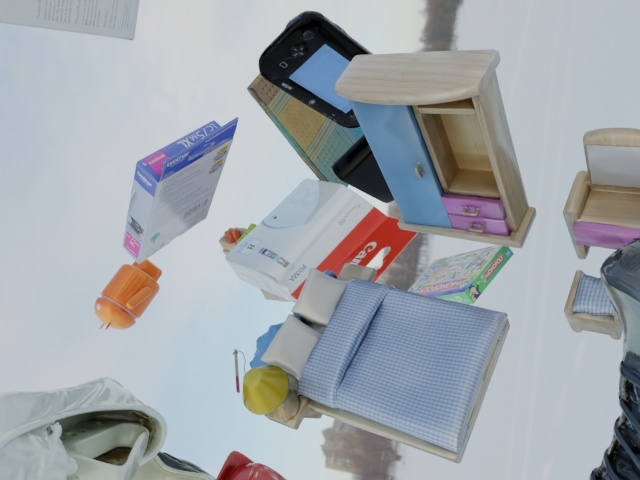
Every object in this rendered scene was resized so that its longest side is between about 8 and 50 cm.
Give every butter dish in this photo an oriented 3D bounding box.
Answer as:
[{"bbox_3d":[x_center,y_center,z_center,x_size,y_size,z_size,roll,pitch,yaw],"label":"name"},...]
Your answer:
[{"bbox_3d":[-0.090,0.427,0.953,0.118,0.160,0.160,-37,15,35],"label":"butter dish"}]

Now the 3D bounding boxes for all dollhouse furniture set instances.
[{"bbox_3d":[0.090,0.026,0.477,0.303,0.286,0.198,-59,-41,-25],"label":"dollhouse furniture set"}]

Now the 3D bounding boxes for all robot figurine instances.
[{"bbox_3d":[-0.531,0.152,1.645,0.219,0.158,0.128,-58,-24,-22],"label":"robot figurine"}]

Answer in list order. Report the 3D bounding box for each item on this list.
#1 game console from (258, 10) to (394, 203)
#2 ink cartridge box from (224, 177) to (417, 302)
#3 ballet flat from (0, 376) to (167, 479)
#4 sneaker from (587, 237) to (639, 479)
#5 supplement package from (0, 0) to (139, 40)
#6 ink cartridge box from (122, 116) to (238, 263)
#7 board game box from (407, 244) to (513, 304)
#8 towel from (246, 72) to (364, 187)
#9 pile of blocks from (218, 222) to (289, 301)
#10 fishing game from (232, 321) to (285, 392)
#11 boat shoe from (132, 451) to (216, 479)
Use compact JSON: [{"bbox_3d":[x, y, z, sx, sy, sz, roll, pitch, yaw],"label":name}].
[{"bbox_3d":[0.060,-0.177,0.814,0.361,0.213,0.044,21,-146,-45],"label":"game console"},{"bbox_3d":[0.000,0.000,1.366,0.308,0.385,0.091,-46,-56,-23],"label":"ink cartridge box"},{"bbox_3d":[-0.268,0.219,0.591,0.400,0.139,0.139,17,-100,-79],"label":"ballet flat"},{"bbox_3d":[0.212,0.137,0.347,0.300,0.121,0.111,64,180,-19],"label":"sneaker"},{"bbox_3d":[-0.386,-0.394,0.755,0.263,0.198,0.199,-9,-54,-43],"label":"supplement package"},{"bbox_3d":[-0.262,-0.099,1.098,0.186,0.065,0.311,-41,-8,-38],"label":"ink cartridge box"},{"bbox_3d":[0.380,0.114,1.726,0.213,0.046,0.317,-43,10,-28],"label":"board game box"},{"bbox_3d":[-0.007,-0.327,1.546,0.370,0.040,0.271,49,-126,-27],"label":"towel"},{"bbox_3d":[-0.178,0.035,1.764,0.149,0.362,0.112,-36,-44,-14],"label":"pile of blocks"},{"bbox_3d":[-0.073,0.245,1.344,0.189,0.264,0.041,-109,-6,-56],"label":"fishing game"},{"bbox_3d":[-0.278,0.433,1.087,0.079,0.233,0.084,49,-124,-66],"label":"boat shoe"}]
